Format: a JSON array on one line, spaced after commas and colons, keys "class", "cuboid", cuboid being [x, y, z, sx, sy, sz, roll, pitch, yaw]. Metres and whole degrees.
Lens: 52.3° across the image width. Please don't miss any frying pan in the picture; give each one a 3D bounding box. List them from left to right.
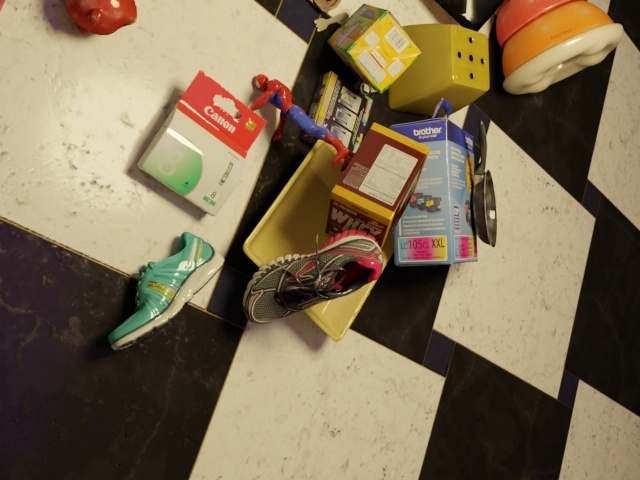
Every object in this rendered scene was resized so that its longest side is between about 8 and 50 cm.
[{"class": "frying pan", "cuboid": [0.396, -0.114, 1.597, 0.326, 0.053, 0.197, 56, 37, -50]}]

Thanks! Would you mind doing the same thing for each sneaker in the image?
[{"class": "sneaker", "cuboid": [-0.301, 0.095, 1.221, 0.110, 0.107, 0.275, 44, 56, -7]}, {"class": "sneaker", "cuboid": [-0.020, 0.079, 1.280, 0.299, 0.112, 0.121, -29, 120, 9]}, {"class": "sneaker", "cuboid": [0.134, -0.381, 1.615, 0.083, 0.037, 0.031, -22, 103, -36]}]

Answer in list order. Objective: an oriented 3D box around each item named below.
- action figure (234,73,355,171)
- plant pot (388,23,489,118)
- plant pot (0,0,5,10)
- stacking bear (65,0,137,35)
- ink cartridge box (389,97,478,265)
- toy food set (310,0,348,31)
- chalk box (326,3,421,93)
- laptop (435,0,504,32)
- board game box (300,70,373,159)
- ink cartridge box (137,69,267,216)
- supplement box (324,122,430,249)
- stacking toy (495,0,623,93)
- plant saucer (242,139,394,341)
[{"class": "action figure", "cuboid": [-0.069, -0.232, 1.374, 0.280, 0.139, 0.091, 49, 11, 17]}, {"class": "plant pot", "cuboid": [0.311, -0.441, 1.664, 0.212, 0.187, 0.212, 0, 89, -39]}, {"class": "plant pot", "cuboid": [-0.562, -0.440, 0.965, 0.180, 0.201, 0.201, 20, 75, -21]}, {"class": "stacking bear", "cuboid": [-0.359, -0.501, 1.151, 0.164, 0.175, 0.288, 20, 83, -39]}, {"class": "ink cartridge box", "cuboid": [0.281, -0.138, 1.596, 0.270, 0.151, 0.395, 0, 86, -64]}, {"class": "toy food set", "cuboid": [0.008, -0.598, 1.519, 0.132, 0.039, 0.192, -34, 109, -35]}, {"class": "chalk box", "cuboid": [0.112, -0.453, 1.518, 0.132, 0.213, 0.132, -45, 118, 6]}, {"class": "laptop", "cuboid": [0.387, -0.841, 1.743, 0.382, 0.236, 0.408, 37, 105, -16]}, {"class": "board game box", "cuboid": [0.040, -0.284, 1.527, 0.141, 0.048, 0.170, 27, 72, -33]}, {"class": "ink cartridge box", "cuboid": [-0.219, -0.186, 1.270, 0.181, 0.056, 0.224, 35, 87, -32]}, {"class": "supplement box", "cuboid": [0.114, -0.098, 1.364, 0.129, 0.191, 0.194, 27, 65, 9]}, {"class": "stacking toy", "cuboid": [0.620, -0.701, 1.894, 0.351, 0.351, 0.479, -18, 84, -38]}, {"class": "plant saucer", "cuboid": [0.000, 0.000, 1.462, 0.333, 0.081, 0.332, 48, 62, -27]}]
